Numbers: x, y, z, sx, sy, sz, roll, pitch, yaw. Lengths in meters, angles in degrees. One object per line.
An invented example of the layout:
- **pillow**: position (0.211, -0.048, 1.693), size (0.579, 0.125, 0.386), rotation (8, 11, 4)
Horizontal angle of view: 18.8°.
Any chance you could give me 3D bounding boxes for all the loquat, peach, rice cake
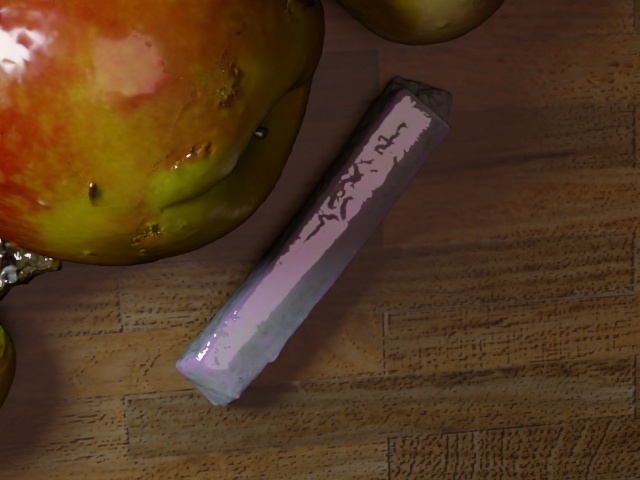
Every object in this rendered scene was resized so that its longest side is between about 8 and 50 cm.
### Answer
- **loquat**: position (0.093, -0.274, 1.685), size (0.213, 0.213, 0.213), rotation (-2, 101, -11)
- **peach**: position (-0.190, -0.157, 1.585), size (0.370, 0.370, 0.370), rotation (-2, 101, -11)
- **rice cake**: position (0.000, 0.000, 1.788), size (0.072, 0.056, 0.365), rotation (38, 92, -17)

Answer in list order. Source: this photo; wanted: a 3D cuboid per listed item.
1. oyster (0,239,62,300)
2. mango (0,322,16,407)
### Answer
- **oyster**: position (-0.392, 0.047, 1.688), size (0.345, 0.129, 0.079), rotation (-11, 144, -2)
- **mango**: position (-0.375, 0.143, 1.705), size (0.233, 0.125, 0.111), rotation (-27, 139, -15)
